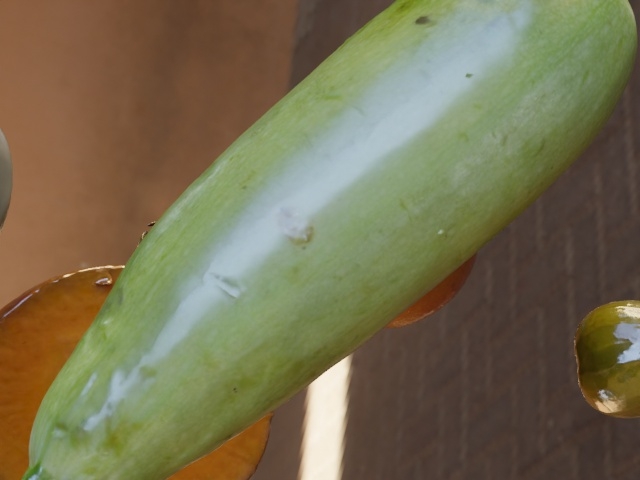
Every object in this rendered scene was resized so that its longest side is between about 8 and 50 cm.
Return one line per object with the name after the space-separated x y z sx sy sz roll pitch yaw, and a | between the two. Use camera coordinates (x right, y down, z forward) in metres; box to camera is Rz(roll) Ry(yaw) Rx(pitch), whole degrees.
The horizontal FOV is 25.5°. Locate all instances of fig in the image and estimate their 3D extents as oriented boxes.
0.203 0.072 0.882 0.088 0.074 0.074 -16 45 25 | fig

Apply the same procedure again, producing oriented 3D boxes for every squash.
-0.004 -0.004 0.650 0.370 0.118 0.118 -42 11 -7 | squash

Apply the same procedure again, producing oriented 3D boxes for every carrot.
-0.183 0.152 1.268 0.100 0.307 0.258 -1 81 64 | carrot

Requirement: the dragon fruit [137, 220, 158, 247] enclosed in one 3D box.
-0.178 0.017 1.689 0.116 0.081 0.086 -65 -37 -81 | dragon fruit

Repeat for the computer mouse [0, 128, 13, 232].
-0.329 -0.110 0.944 0.095 0.331 0.197 -22 36 29 | computer mouse

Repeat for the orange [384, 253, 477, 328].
0.085 0.006 1.655 0.206 0.206 0.206 -162 90 -77 | orange
